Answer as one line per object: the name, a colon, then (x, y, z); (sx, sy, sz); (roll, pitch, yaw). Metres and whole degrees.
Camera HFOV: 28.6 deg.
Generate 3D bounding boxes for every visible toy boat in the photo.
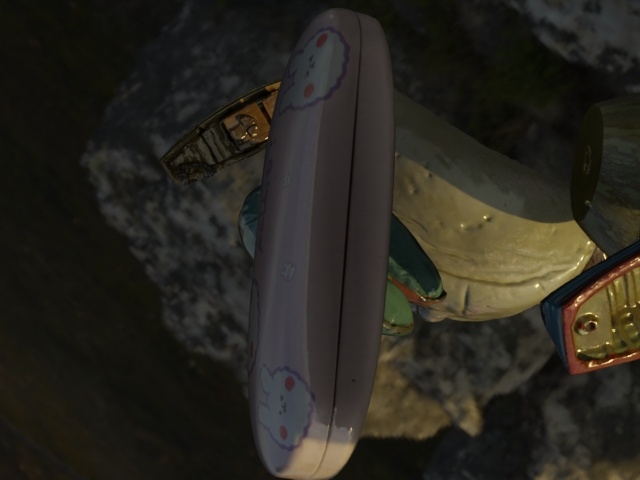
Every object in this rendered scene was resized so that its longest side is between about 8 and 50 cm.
toy boat: (-0.077, -0.125, 1.356); (0.064, 0.206, 0.072); (60, 171, -9)
toy boat: (0.395, 0.014, 1.211); (0.079, 0.392, 0.136); (-127, 19, -53)

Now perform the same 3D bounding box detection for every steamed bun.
steamed bun: (0.159, -0.024, 1.664); (0.384, 0.236, 0.247); (28, 171, 9)

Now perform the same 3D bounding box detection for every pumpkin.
pumpkin: (0.339, -0.081, 1.436); (0.110, 0.217, 0.217); (20, 146, 5)

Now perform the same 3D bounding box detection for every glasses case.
glasses case: (0.000, 0.000, 0.785); (0.075, 0.296, 0.113); (9, 165, -15)

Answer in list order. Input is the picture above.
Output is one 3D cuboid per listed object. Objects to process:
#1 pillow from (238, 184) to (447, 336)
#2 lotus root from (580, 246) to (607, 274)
pillow: (0.023, 0.010, 1.250); (0.214, 0.233, 0.086); (36, 110, 8)
lotus root: (0.433, 0.035, 2.008); (0.108, 0.094, 0.190); (-14, 140, 18)
